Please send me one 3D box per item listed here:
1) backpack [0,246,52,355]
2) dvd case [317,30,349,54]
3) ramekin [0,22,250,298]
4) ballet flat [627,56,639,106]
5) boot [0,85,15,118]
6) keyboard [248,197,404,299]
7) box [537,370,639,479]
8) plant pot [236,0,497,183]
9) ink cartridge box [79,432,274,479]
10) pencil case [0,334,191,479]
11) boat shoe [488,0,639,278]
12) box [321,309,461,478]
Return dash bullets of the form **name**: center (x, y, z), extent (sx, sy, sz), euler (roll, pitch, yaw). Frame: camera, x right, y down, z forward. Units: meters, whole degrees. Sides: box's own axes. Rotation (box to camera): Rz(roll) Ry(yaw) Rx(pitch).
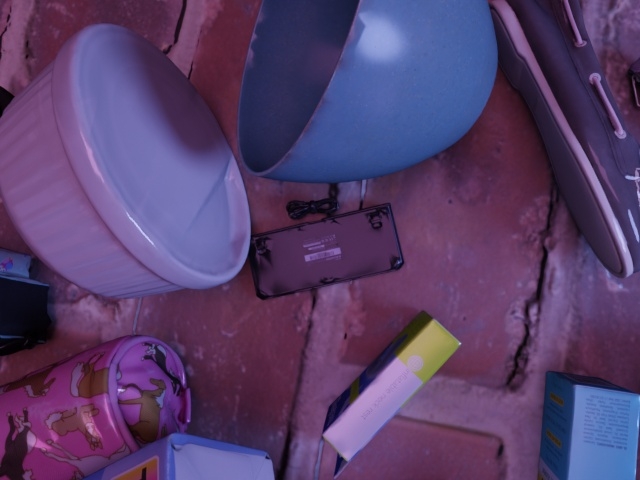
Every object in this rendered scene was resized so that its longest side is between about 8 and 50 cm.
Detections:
- **backpack**: center (-0.439, 0.071, 0.596), extent (0.188, 0.166, 0.144), euler (-11, 81, 4)
- **dvd case**: center (0.058, -0.352, 0.644), extent (0.164, 0.018, 0.221), euler (-12, 83, 8)
- **ramekin**: center (-0.194, -0.064, 0.534), extent (0.127, 0.273, 0.273), euler (-22, 81, 16)
- **ballet flat**: center (0.376, -0.150, 0.571), extent (0.041, 0.041, 0.114), euler (-26, 81, 5)
- **boot**: center (-0.306, -0.053, 0.586), extent (0.088, 0.176, 0.244), euler (-29, 82, 3)
- **keyboard**: center (0.000, 0.000, 0.614), extent (0.180, 0.023, 0.108), euler (-13, 89, 6)
- **box**: center (0.254, 0.261, 0.510), extent (0.060, 0.100, 0.244), euler (6, 85, 10)
- **plant pot**: center (0.058, -0.183, 0.520), extent (0.195, 0.290, 0.290), euler (13, 85, -25)
- **ink cartridge box**: center (-0.214, 0.371, 0.428), extent (0.395, 0.151, 0.270), euler (-32, 48, 18)
- **pencil case**: center (-0.334, 0.237, 0.565), extent (0.386, 0.160, 0.167), euler (-22, 103, 5)
- **boat shoe**: center (0.281, -0.131, 0.542), extent (0.095, 0.112, 0.335), euler (-22, 78, 10)
- **box**: center (0.065, 0.153, 0.543), extent (0.042, 0.109, 0.178), euler (44, 91, 6)
